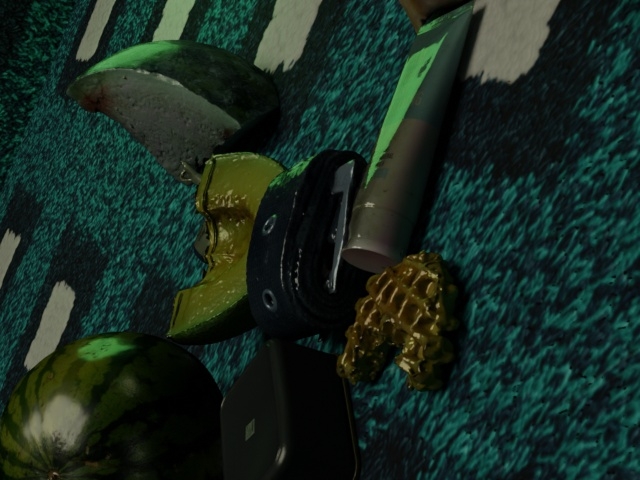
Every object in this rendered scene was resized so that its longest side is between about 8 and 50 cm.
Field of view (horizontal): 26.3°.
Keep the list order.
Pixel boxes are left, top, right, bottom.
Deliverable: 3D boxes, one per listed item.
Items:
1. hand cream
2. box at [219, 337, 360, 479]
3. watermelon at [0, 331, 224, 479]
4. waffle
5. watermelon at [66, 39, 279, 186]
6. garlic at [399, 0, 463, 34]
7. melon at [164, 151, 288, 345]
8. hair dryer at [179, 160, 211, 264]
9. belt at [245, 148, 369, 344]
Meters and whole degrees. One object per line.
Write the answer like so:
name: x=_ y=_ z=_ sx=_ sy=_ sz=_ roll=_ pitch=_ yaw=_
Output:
hand cream: x=0.096 y=-0.119 z=1.492 sx=0.111 sy=0.070 sz=0.312 roll=-21 pitch=49 yaw=59
box: x=-0.039 y=0.212 z=1.470 sx=0.144 sy=0.090 sz=0.201 roll=-52 pitch=27 yaw=31
watermelon: x=-0.241 y=0.248 z=1.637 sx=0.285 sy=0.285 sz=0.285 roll=-47 pitch=31 yaw=41
waffle: x=0.076 y=0.087 z=1.378 sx=0.194 sy=0.051 sz=0.149 roll=-25 pitch=47 yaw=58
watermelon: x=-0.200 y=-0.197 z=2.067 sx=0.289 sy=0.320 sz=0.213 roll=-46 pitch=-41 yaw=-68
garlic: x=0.167 y=-0.349 z=1.509 sx=0.128 sy=0.148 sz=0.266 roll=-37 pitch=9 yaw=-21
melon: x=-0.071 y=0.018 z=1.686 sx=0.169 sy=0.129 sz=0.265 roll=-14 pitch=51 yaw=36
hair dryer: x=-0.125 y=-0.081 z=1.915 sx=0.167 sy=0.067 sz=0.199 roll=-38 pitch=48 yaw=25
belt: x=0.000 y=0.000 z=1.526 sx=0.128 sy=0.122 sz=0.218 roll=-22 pitch=49 yaw=55
